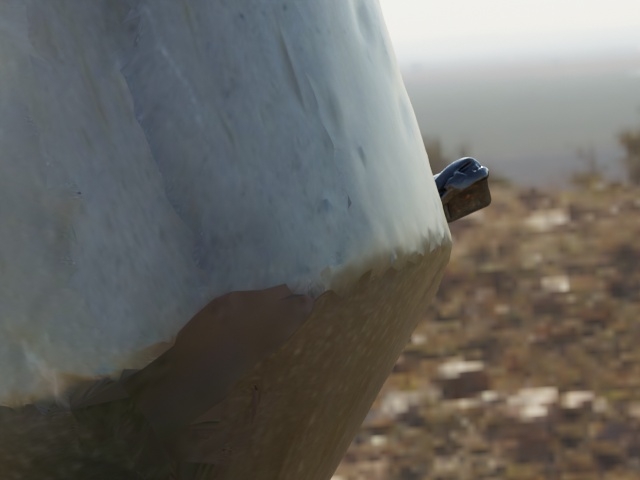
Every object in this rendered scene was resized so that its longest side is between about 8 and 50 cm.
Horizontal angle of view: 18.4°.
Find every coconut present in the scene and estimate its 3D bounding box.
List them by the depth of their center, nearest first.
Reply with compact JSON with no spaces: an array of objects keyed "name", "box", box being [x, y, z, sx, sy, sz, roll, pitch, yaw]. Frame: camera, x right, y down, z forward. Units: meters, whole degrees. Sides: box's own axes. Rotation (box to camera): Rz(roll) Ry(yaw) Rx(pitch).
[{"name":"coconut","box":[-0.106,0.004,0.754,0.352,0.353,0.352,-5,6,0]}]

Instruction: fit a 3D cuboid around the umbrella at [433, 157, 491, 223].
[{"name":"umbrella","box":[0.000,0.000,1.240,0.235,0.059,0.066,-24,32,-16]}]
